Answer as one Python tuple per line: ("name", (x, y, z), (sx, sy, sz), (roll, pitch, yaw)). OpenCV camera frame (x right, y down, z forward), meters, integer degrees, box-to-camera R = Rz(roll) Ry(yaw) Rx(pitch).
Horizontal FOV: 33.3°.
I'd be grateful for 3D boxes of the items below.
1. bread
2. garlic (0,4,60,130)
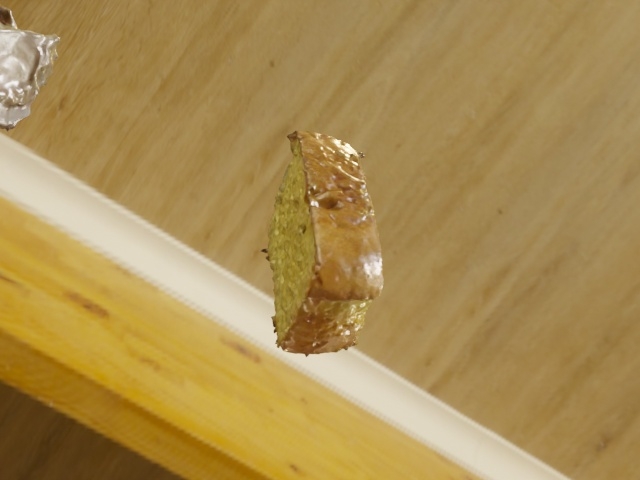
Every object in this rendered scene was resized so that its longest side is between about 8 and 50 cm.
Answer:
("bread", (0.000, 0.000, 0.787), (0.065, 0.187, 0.103), (6, -56, -15))
("garlic", (-0.299, -0.120, 0.672), (0.191, 0.214, 0.160), (8, -99, 19))
